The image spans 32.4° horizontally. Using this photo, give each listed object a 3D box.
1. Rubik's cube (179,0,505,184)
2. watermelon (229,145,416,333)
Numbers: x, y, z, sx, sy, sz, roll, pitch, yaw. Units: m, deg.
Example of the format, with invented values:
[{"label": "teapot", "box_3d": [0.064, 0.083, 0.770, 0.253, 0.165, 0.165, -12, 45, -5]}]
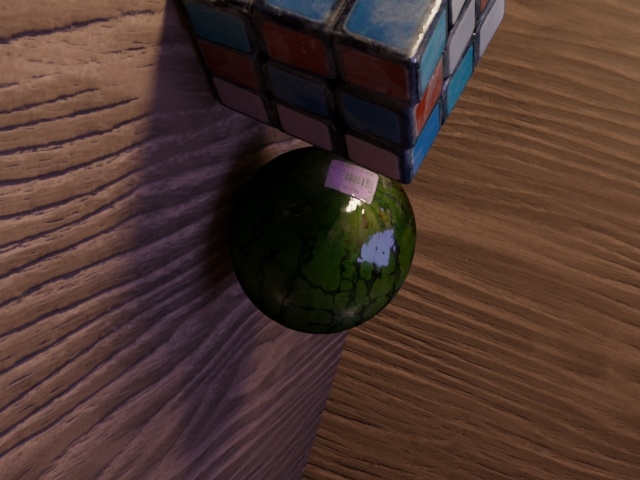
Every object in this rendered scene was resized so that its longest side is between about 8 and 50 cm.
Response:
[{"label": "Rubik's cube", "box_3d": [0.048, -0.341, 1.562, 0.359, 0.362, 0.363, 75, 38, -69]}, {"label": "watermelon", "box_3d": [0.000, 0.000, 1.984, 0.363, 0.363, 0.363, 20, 90, -78]}]
